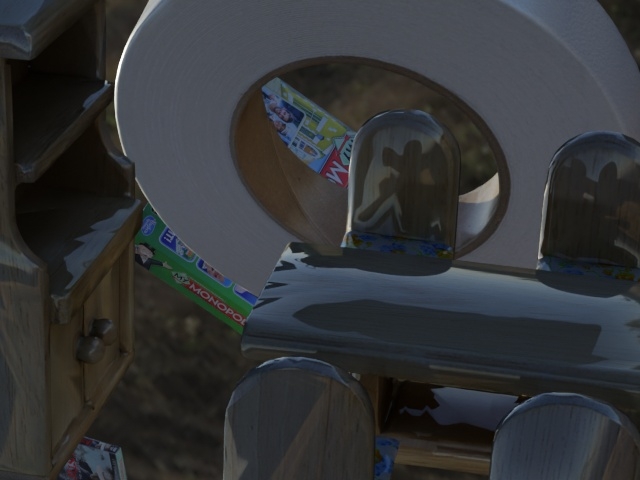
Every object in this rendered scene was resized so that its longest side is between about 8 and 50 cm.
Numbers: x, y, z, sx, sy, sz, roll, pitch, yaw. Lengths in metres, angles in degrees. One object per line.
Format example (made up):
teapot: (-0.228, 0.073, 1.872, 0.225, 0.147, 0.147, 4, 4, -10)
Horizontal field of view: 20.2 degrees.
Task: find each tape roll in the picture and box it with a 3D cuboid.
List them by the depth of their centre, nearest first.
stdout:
tape roll: (0.044, -0.075, 1.306, 0.392, 0.392, 0.072, -21, 33, 37)

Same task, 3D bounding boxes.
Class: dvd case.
dvd case: (-0.240, 0.221, 1.742, 0.119, 0.087, 0.013, 12, 39, 22)

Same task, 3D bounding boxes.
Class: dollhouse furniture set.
dollhouse furniture set: (0.000, 0.000, 0.586, 0.242, 0.161, 0.212, 7, 25, 10)

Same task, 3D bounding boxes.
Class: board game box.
board game box: (-0.070, -0.046, 2.067, 0.046, 0.213, 0.317, -49, 9, 50)
